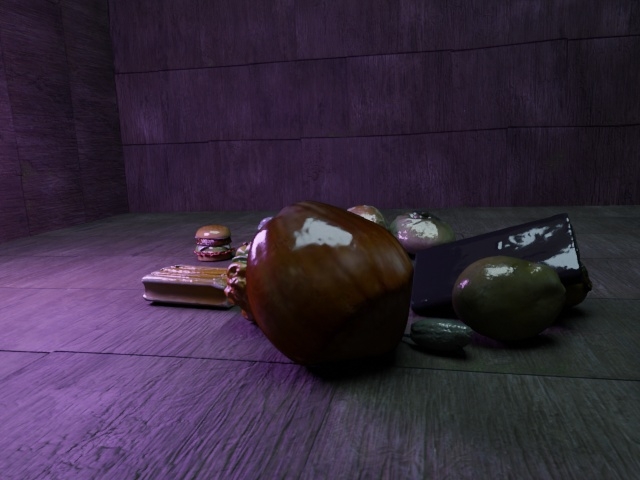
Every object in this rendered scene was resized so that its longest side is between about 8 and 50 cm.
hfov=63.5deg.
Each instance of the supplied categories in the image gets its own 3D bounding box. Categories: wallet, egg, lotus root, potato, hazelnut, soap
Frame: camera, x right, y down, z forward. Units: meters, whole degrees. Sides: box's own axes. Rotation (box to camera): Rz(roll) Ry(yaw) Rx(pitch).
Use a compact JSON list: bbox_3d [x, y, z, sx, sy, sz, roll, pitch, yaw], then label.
[{"bbox_3d":[0.426,0.063,1.298,0.406,0.062,0.228,-17,35,28],"label":"wallet"},{"bbox_3d":[0.167,-0.040,2.031,0.203,0.203,0.245,-5,2,-15],"label":"egg"},{"bbox_3d":[0.544,0.104,1.329,0.278,0.154,0.154,1,10,37],"label":"lotus root"},{"bbox_3d":[0.406,0.124,1.118,0.235,0.178,0.160,-12,22,9],"label":"potato"},{"bbox_3d":[0.026,0.081,1.073,0.315,0.372,0.372,-41,-12,31],"label":"hazelnut"},{"bbox_3d":[-0.358,0.131,1.518,0.274,0.089,0.173,2,10,19],"label":"soap"}]

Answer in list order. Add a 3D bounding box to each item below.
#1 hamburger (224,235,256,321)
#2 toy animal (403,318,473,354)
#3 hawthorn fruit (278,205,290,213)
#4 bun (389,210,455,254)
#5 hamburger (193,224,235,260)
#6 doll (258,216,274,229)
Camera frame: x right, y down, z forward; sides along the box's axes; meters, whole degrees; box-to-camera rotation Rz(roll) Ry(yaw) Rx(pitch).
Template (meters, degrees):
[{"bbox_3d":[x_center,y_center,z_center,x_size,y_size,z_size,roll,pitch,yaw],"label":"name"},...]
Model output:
[{"bbox_3d":[-0.131,0.116,1.258,0.237,0.237,0.149,5,47,33],"label":"hamburger"},{"bbox_3d":[0.222,0.201,1.121,0.079,0.070,0.253,31,-21,-28],"label":"toy animal"},{"bbox_3d":[-0.010,-0.018,1.785,0.300,0.254,0.254,-16,13,-9],"label":"hawthorn fruit"},{"bbox_3d":[0.395,-0.026,2.016,0.272,0.168,0.273,5,14,-1],"label":"bun"},{"bbox_3d":[-0.430,0.005,2.093,0.175,0.137,0.175,-1,7,0],"label":"hamburger"},{"bbox_3d":[-0.140,-0.015,1.964,0.258,0.153,0.195,-42,51,-13],"label":"doll"}]
